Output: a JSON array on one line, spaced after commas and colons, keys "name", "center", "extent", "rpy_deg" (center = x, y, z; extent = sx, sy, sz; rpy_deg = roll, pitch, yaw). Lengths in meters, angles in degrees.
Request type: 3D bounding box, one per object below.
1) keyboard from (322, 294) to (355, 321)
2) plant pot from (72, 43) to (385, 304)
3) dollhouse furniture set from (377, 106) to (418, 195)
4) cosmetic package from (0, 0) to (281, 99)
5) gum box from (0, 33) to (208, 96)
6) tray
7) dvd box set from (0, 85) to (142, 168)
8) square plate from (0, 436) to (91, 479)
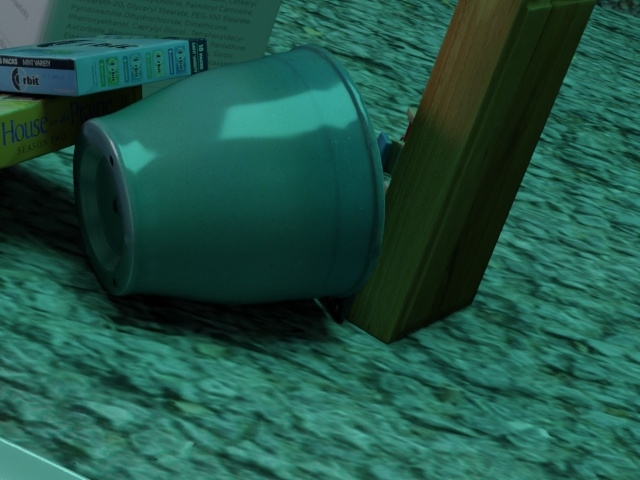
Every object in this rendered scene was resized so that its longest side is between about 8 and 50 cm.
[{"name": "keyboard", "center": [0.000, 0.000, 1.752], "extent": [0.023, 0.108, 0.180], "rpy_deg": [5, 28, -31]}, {"name": "plant pot", "center": [-0.109, -0.054, 1.622], "extent": [0.255, 0.272, 0.271], "rpy_deg": [-10, 35, -25]}, {"name": "dollhouse furniture set", "center": [0.051, -0.080, 1.871], "extent": [0.129, 0.184, 0.129], "rpy_deg": [11, 25, -18]}, {"name": "cosmetic package", "center": [-0.251, -0.396, 2.058], "extent": [0.327, 0.394, 0.329], "rpy_deg": [3, 29, -33]}, {"name": "gum box", "center": [-0.237, -0.184, 1.638], "extent": [0.157, 0.041, 0.184], "rpy_deg": [8, 18, 39]}, {"name": "tray", "center": [0.166, -0.097, 1.714], "extent": [0.076, 0.411, 0.203], "rpy_deg": [32, 26, 24]}, {"name": "dvd box set", "center": [-0.421, -0.118, 1.612], "extent": [0.307, 0.062, 0.420], "rpy_deg": [5, 16, 25]}, {"name": "square plate", "center": [-0.296, 0.232, 1.099], "extent": [0.347, 0.049, 0.344], "rpy_deg": [23, 24, 8]}]
